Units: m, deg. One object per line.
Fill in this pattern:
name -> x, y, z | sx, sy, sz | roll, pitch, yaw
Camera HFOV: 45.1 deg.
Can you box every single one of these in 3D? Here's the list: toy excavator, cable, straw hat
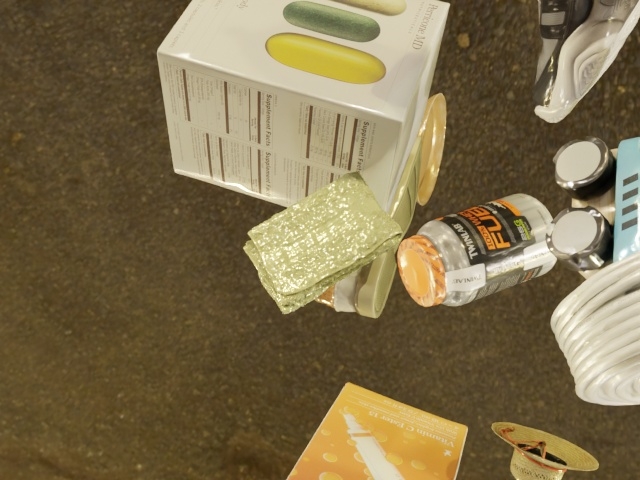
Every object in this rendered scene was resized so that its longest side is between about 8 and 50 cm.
toy excavator -> 0.620, 0.011, 1.253 | 0.445, 0.433, 0.222 | -11, 148, 40
cable -> 0.330, 0.071, 0.643 | 0.257, 0.089, 0.257 | 4, 151, -24
straw hat -> 0.290, 0.300, 1.033 | 0.144, 0.144, 0.061 | 18, 95, 10

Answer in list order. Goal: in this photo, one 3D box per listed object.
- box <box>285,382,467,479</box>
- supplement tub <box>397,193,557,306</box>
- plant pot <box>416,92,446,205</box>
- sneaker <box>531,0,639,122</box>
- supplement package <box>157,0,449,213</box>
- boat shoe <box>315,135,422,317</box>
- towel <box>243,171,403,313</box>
box -> 0.072, 0.384, 1.134 | 0.215, 0.345, 0.168 | 19, 110, 12
supplement tub -> 0.340, 0.026, 1.681 | 0.193, 0.316, 0.194 | 49, 149, 44
plant pot -> 0.221, -0.192, 1.620 | 0.032, 0.236, 0.236 | 11, 126, 18
sneaker -> 0.206, -0.235, 0.672 | 0.153, 0.101, 0.269 | 34, 145, 18
supplement package -> -0.017, -0.171, 0.888 | 0.262, 0.199, 0.198 | 18, 146, 8
boat shoe -> 0.066, -0.038, 1.046 | 0.103, 0.302, 0.113 | 10, 141, 17
towel -> 0.000, 0.000, 0.787 | 0.148, 0.110, 0.027 | -33, 146, 1
